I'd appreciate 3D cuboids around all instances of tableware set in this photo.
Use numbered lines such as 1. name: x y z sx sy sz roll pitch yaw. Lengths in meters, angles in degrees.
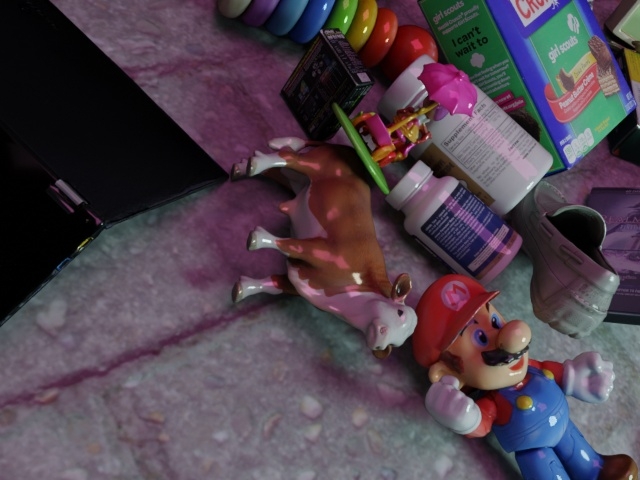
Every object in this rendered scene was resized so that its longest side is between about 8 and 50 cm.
1. tableware set: 0.595 -0.354 1.367 0.141 0.020 0.168 8 14 -41

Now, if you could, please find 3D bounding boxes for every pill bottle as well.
1. pill bottle: 0.168 -0.024 0.944 0.169 0.094 0.094 42 51 1
2. pill bottle: 0.194 -0.143 1.009 0.229 0.131 0.131 44 51 3

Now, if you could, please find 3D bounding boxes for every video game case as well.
1. video game case: 0.462 0.015 1.035 0.274 0.196 0.026 -57 138 -39

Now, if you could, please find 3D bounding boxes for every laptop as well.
1. laptop: -0.373 -0.087 0.752 0.382 0.236 0.408 44 79 4

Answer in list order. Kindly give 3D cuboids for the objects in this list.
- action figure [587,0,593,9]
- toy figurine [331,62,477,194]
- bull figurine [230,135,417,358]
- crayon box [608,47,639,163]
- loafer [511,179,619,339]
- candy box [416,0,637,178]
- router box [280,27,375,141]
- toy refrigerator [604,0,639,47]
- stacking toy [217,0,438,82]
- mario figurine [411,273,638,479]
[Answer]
1. action figure: 0.410 -0.521 1.333 0.341 0.178 0.330 -26 79 -5
2. toy figurine: 0.118 -0.149 0.902 0.130 0.159 0.173 61 9 11
3. bull figurine: 0.000 0.000 0.830 0.188 0.101 0.310 10 45 -20
4. crayon box: 0.670 -0.207 1.315 0.318 0.081 0.202 16 54 -10
5. loafer: 0.327 -0.001 0.961 0.112 0.111 0.319 26 31 -11
6. candy box: 0.324 -0.282 1.117 0.268 0.122 0.317 -36 99 -39
7. router box: 0.007 -0.201 0.955 0.038 0.122 0.092 -20 72 -40
8. toy refrigerator: 0.708 -0.388 1.436 0.269 0.102 0.094 32 29 -7
9. stacking toy: 0.027 -0.322 1.044 0.330 0.141 0.141 20 53 -21
10. mario figurine: 0.229 0.169 0.801 0.320 0.170 0.198 52 17 0
